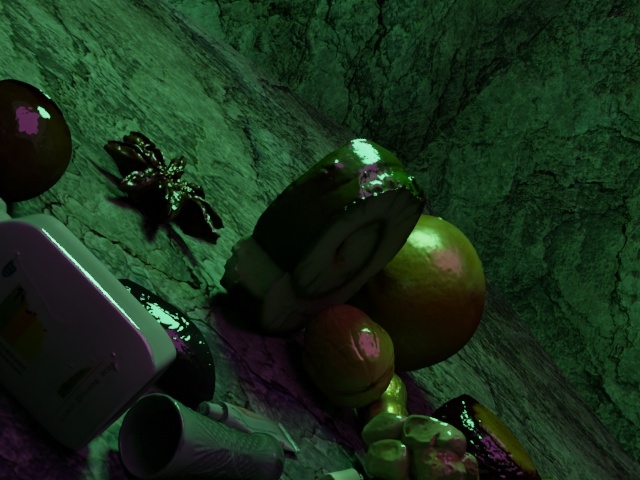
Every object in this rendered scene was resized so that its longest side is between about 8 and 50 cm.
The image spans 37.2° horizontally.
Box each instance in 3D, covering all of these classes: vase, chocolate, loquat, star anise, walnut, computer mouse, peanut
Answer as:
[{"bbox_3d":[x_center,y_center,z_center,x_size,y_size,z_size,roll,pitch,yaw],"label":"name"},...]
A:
[{"bbox_3d":[-0.132,0.252,1.141,0.219,0.096,0.096,31,20,-51],"label":"vase"},{"bbox_3d":[-0.423,-0.124,1.287,0.177,0.177,0.177,41,15,-14],"label":"chocolate"},{"bbox_3d":[0.174,0.103,1.919,0.328,0.328,0.328,41,15,-14],"label":"loquat"},{"bbox_3d":[-0.271,-0.094,1.712,0.288,0.088,0.288,43,13,-12],"label":"star anise"},{"bbox_3d":[0.046,0.196,1.651,0.159,0.159,0.207,36,10,-31],"label":"walnut"},{"bbox_3d":[-0.214,0.128,1.283,0.217,0.073,0.122,41,13,-4],"label":"computer mouse"},{"bbox_3d":[0.114,0.298,1.690,0.087,0.087,0.207,41,18,-15],"label":"peanut"}]

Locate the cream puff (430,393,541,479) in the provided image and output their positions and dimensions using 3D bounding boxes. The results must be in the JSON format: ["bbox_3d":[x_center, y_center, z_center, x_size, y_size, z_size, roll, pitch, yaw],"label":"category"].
[{"bbox_3d":[0.274,0.397,1.689,0.239,0.165,0.239,44,10,-10],"label":"cream puff"}]

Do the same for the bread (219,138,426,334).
[{"bbox_3d":[0.000,0.000,1.648,0.129,0.382,0.366,49,-30,24],"label":"bread"}]

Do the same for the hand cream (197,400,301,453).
[{"bbox_3d":[-0.100,0.257,1.331,0.216,0.038,0.052,36,40,-51],"label":"hand cream"}]

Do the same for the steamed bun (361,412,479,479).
[{"bbox_3d":[0.145,0.355,1.491,0.192,0.106,0.177,13,-35,25],"label":"steamed bun"}]

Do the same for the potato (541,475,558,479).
[{"bbox_3d":[0.449,0.541,1.818,0.173,0.140,0.300,17,4,22],"label":"potato"}]

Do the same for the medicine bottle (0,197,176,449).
[{"bbox_3d":[-0.306,0.069,1.017,0.296,0.161,0.111,47,13,3],"label":"medicine bottle"}]

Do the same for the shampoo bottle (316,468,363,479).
[{"bbox_3d":[0.031,0.354,1.385,0.034,0.049,0.141,49,13,22],"label":"shampoo bottle"}]
